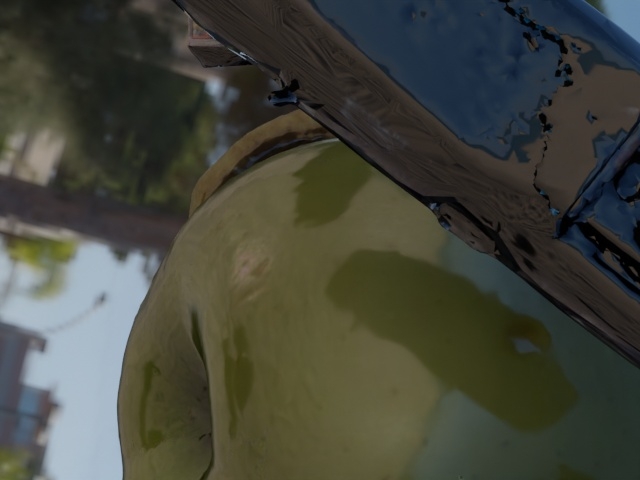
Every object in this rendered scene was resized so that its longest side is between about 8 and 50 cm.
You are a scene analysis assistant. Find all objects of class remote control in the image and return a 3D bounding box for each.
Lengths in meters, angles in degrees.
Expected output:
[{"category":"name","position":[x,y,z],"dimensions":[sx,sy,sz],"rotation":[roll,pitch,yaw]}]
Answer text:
[{"category":"remote control","position":[0.104,-0.044,0.761],"dimensions":[0.144,0.399,0.062],"rotation":[-50,175,-28]}]

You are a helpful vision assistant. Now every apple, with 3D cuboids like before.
[{"category":"apple","position":[0.057,0.106,1.018],"dimensions":[0.357,0.357,0.357],"rotation":[-164,-90,-74]}]

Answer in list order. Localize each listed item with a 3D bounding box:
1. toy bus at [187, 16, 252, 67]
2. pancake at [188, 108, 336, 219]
[{"category":"toy bus","position":[-0.012,-0.135,0.992],"dimensions":[0.172,0.057,0.072],"rotation":[-16,108,-61]},{"category":"pancake","position":[0.000,0.000,1.429],"dimensions":[0.235,0.212,0.029],"rotation":[-46,179,1]}]
